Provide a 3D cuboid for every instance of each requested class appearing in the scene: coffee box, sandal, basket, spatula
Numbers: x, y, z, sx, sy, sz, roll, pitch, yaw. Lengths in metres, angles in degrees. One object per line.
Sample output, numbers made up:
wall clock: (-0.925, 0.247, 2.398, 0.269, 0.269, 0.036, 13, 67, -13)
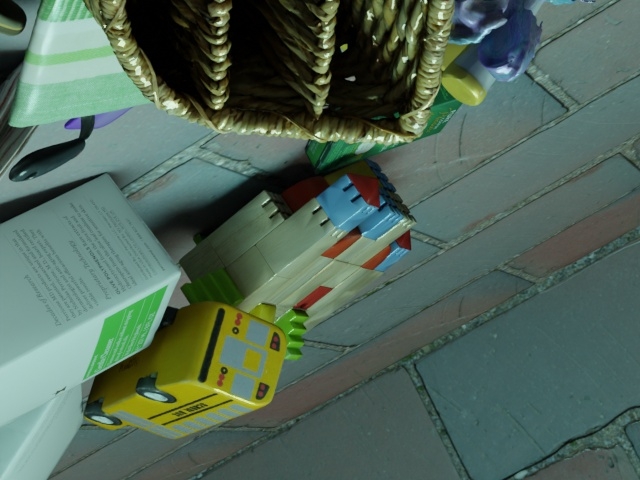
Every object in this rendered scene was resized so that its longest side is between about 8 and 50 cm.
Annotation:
coffee box: (0.079, -0.143, 1.951, 0.184, 0.040, 0.113, -20, 165, -20)
sandal: (-0.265, -0.203, 1.204, 0.049, 0.072, 0.180, -49, 158, 2)
basket: (-0.048, -0.196, 1.106, 0.213, 0.223, 0.299, -23, 152, -21)
spatula: (-0.224, -0.100, 1.488, 0.084, 0.030, 0.296, -33, -170, 19)

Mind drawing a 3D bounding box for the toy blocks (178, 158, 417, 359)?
toy blocks: (0.000, 0.000, 2.067, 0.261, 0.191, 0.381, -38, 162, 13)

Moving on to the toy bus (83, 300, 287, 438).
toy bus: (-0.175, 0.164, 1.953, 0.130, 0.108, 0.332, 23, 156, -21)

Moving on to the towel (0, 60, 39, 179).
towel: (-0.374, 0.014, 1.427, 0.332, 0.053, 0.317, -40, -163, 39)

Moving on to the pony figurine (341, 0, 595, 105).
pony figurine: (0.194, -0.283, 1.275, 0.363, 0.303, 0.351, -50, -168, -10)

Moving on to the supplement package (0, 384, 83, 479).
supplement package: (-0.407, 0.212, 1.956, 0.175, 0.177, 0.293, -60, 175, -21)

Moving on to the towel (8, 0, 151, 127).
towel: (-0.108, -0.231, 1.268, 0.248, 0.038, 0.325, -15, 147, -35)

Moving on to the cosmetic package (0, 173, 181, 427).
cosmetic package: (-0.354, 0.098, 1.727, 0.365, 0.155, 0.197, -30, 164, -28)
